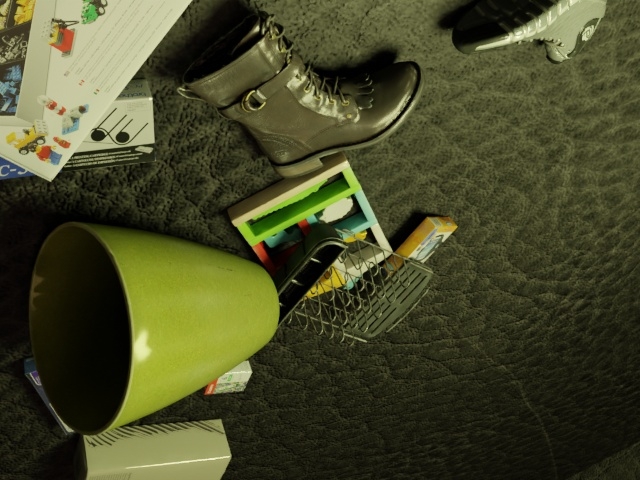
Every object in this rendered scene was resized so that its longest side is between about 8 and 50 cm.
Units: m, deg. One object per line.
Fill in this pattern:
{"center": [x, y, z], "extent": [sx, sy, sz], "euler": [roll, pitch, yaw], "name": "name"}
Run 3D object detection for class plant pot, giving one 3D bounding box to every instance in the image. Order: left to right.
{"center": [-0.209, 0.106, 1.070], "extent": [0.294, 0.274, 0.274], "euler": [-3, 137, -45], "name": "plant pot"}

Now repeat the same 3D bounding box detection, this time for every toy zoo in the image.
{"center": [0.000, 0.000, 1.206], "extent": [0.192, 0.030, 0.293], "euler": [-27, 140, 3], "name": "toy zoo"}

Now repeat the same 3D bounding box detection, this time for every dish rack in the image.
{"center": [0.048, 0.088, 1.229], "extent": [0.272, 0.074, 0.208], "euler": [22, 123, -32], "name": "dish rack"}

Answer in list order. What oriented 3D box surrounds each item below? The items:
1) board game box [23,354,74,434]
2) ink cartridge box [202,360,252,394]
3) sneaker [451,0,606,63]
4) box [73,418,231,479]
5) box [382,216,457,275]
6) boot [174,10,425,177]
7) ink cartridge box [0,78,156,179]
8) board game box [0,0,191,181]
{"center": [-0.394, 0.244, 1.272], "extent": [0.136, 0.035, 0.201], "euler": [-16, 139, -10], "name": "board game box"}
{"center": [-0.189, 0.251, 1.384], "extent": [0.115, 0.029, 0.062], "euler": [1, 134, -27], "name": "ink cartridge box"}
{"center": [0.289, -0.274, 1.015], "extent": [0.229, 0.086, 0.132], "euler": [-25, 142, -1], "name": "sneaker"}
{"center": [-0.321, 0.417, 1.448], "extent": [0.275, 0.094, 0.113], "euler": [3, 133, -29], "name": "box"}
{"center": [0.164, 0.015, 1.288], "extent": [0.081, 0.028, 0.136], "euler": [-3, 138, -53], "name": "box"}
{"center": [-0.017, -0.197, 0.941], "extent": [0.263, 0.091, 0.229], "euler": [-31, 140, 10], "name": "boot"}
{"center": [-0.305, -0.132, 0.903], "extent": [0.207, 0.046, 0.097], "euler": [-9, 137, -17], "name": "ink cartridge box"}
{"center": [-0.275, -0.224, 0.773], "extent": [0.193, 0.053, 0.305], "euler": [32, 108, -38], "name": "board game box"}
